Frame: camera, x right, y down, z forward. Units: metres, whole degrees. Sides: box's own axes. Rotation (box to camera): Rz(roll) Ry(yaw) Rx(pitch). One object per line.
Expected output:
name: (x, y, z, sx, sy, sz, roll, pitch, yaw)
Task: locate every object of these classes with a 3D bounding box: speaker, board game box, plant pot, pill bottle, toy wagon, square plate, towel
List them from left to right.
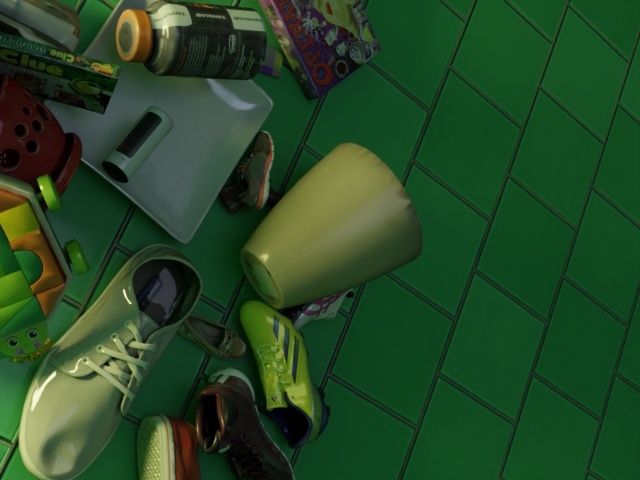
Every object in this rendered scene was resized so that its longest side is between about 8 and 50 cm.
toy wagon: (-0.489, 0.057, 1.597, 0.267, 0.068, 0.344, -22, 122, -9)
plant pot: (-0.478, -0.136, 1.643, 0.174, 0.191, 0.191, 36, 64, -29)
board game box: (-0.455, -0.271, 1.670, 0.260, 0.136, 0.030, 14, 65, -16)
speaker: (-0.309, -0.161, 1.788, 0.055, 0.055, 0.136, 46, 61, -21)
square plate: (-0.288, -0.226, 1.875, 0.344, 0.049, 0.347, 41, 63, -24)
pill bottle: (-0.225, -0.346, 1.827, 0.246, 0.130, 0.130, -3, 85, -36)
towel: (-0.110, -0.352, 2.042, 0.083, 0.009, 0.060, 16, 74, -33)
board game box: (-0.022, -0.476, 2.070, 0.208, 0.056, 0.346, -40, 115, -28)
plant pot: (0.000, 0.000, 1.917, 0.274, 0.256, 0.256, -34, 103, -23)

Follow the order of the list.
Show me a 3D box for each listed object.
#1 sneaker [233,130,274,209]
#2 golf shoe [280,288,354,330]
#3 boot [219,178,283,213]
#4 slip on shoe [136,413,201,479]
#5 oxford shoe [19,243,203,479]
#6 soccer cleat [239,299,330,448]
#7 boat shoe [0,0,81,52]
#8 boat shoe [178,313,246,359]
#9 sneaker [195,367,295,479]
sneaker: (-0.125, -0.136, 1.947, 0.065, 0.061, 0.157, 10, 64, -16)
golf shoe: (-0.001, 0.125, 2.016, 0.186, 0.067, 0.086, -42, 109, -32)
boot: (-0.128, -0.069, 1.972, 0.114, 0.037, 0.106, -30, 88, -37)
slip on shoe: (-0.241, 0.458, 1.776, 0.101, 0.123, 0.331, 5, 76, -39)
oxford shoe: (-0.339, 0.189, 1.735, 0.169, 0.130, 0.449, 43, 64, -25)
soccer cleat: (-0.074, 0.245, 1.924, 0.121, 0.093, 0.289, -41, 110, -50)
boat shoe: (-0.524, -0.390, 1.703, 0.302, 0.113, 0.103, 33, 63, -37)
boat shoe: (-0.191, 0.170, 1.887, 0.153, 0.048, 0.056, 35, 65, -26)
sneaker: (-0.146, 0.368, 1.821, 0.281, 0.106, 0.162, 64, 18, 0)
